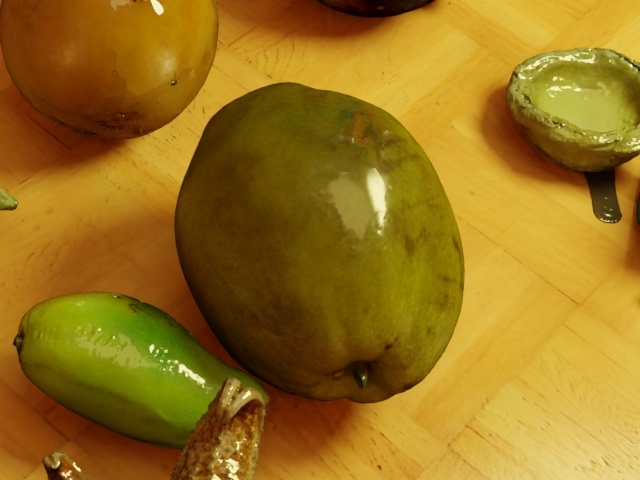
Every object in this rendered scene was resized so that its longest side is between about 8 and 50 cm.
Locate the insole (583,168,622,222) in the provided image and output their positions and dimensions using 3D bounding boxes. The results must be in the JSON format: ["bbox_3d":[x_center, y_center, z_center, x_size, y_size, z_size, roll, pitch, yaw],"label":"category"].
[{"bbox_3d":[0.318,-0.072,1.687,0.045,0.002,0.135,5,50,-11],"label":"insole"}]

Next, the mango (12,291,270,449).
[{"bbox_3d":[-0.159,0.116,1.326,0.233,0.111,0.125,17,52,-5],"label":"mango"}]

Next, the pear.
[{"bbox_3d":[0.000,0.000,1.380,0.269,0.269,0.321,-7,58,-21],"label":"pear"}]

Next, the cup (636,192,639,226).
[{"bbox_3d":[0.458,-0.048,1.607,0.173,0.167,0.300,24,74,-7],"label":"cup"}]

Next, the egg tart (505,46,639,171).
[{"bbox_3d":[0.303,-0.149,1.695,0.197,0.078,0.197,5,46,-5],"label":"egg tart"}]

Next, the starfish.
[{"bbox_3d":[-0.123,0.271,1.198,0.303,0.113,0.312,-37,68,-17],"label":"starfish"}]

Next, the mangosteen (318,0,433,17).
[{"bbox_3d":[0.078,-0.401,1.724,0.311,0.311,0.311,8,49,-9],"label":"mangosteen"}]

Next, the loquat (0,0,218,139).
[{"bbox_3d":[-0.215,-0.217,1.513,0.235,0.235,0.235,8,49,-9],"label":"loquat"}]

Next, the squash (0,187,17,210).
[{"bbox_3d":[-0.434,-0.129,1.450,0.288,0.111,0.203,4,82,-8],"label":"squash"}]
